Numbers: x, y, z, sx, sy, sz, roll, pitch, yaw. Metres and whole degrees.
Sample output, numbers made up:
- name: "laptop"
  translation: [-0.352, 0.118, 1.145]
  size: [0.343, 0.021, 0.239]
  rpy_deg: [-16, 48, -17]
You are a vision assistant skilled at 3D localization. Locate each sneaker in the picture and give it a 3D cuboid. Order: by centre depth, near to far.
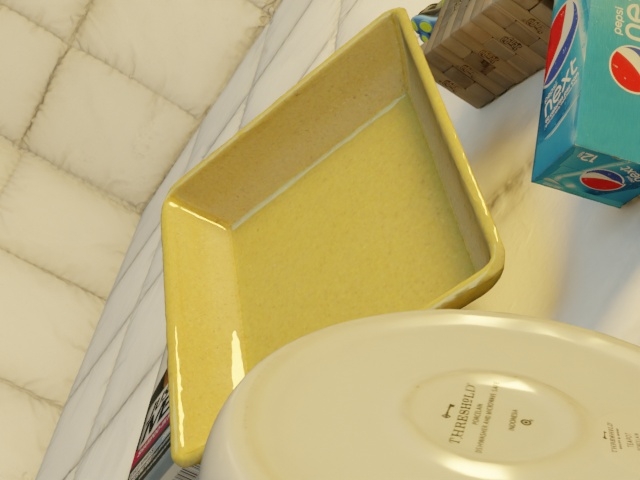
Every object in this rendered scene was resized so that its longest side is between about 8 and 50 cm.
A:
- name: "sneaker"
  translation: [0.171, -0.273, 1.022]
  size: [0.078, 0.067, 0.188]
  rpy_deg: [-43, 10, -18]

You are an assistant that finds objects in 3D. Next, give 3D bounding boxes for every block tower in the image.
- name: "block tower"
  translation: [0.216, -0.235, 0.759]
  size: [0.335, 0.091, 0.097]
  rpy_deg: [-30, 34, 59]

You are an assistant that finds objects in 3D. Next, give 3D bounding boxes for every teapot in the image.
- name: "teapot"
  translation: [0.066, 0.152, 0.370]
  size: [0.252, 0.256, 0.187]
  rpy_deg: [30, 125, 54]

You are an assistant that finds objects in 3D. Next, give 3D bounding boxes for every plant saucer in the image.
- name: "plant saucer"
  translation: [0.000, 0.000, 0.767]
  size: [0.333, 0.081, 0.332]
  rpy_deg: [-35, 44, 24]

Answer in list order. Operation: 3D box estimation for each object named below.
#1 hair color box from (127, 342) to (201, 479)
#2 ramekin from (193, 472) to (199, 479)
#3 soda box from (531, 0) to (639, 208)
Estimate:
- name: "hair color box"
  translation: [-0.122, 0.153, 1.071]
  size: [0.185, 0.114, 0.374]
  rpy_deg: [-51, 19, 31]
- name: "ramekin"
  translation: [-0.057, 0.293, 0.610]
  size: [0.273, 0.127, 0.273]
  rpy_deg: [-57, 14, 22]
- name: "soda box"
  translation: [0.202, -0.135, 0.592]
  size: [0.067, 0.071, 0.210]
  rpy_deg: [124, 160, -68]
